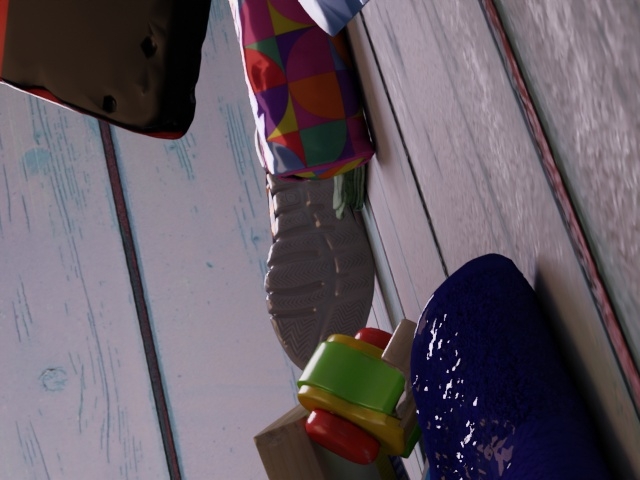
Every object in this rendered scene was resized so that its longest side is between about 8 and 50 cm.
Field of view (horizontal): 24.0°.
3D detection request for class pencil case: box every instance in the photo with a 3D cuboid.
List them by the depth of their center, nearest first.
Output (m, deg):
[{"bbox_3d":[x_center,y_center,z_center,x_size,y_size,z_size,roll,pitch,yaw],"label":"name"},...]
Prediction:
[{"bbox_3d":[-0.026,-0.166,1.291,0.104,0.104,0.236,102,152,-85],"label":"pencil case"}]

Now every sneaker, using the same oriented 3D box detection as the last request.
[{"bbox_3d":[0.000,0.000,1.734,0.180,0.125,0.321,66,-160,-79],"label":"sneaker"}]

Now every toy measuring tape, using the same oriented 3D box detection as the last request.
[{"bbox_3d":[0.033,0.114,1.261,0.330,0.121,0.121,80,175,-70],"label":"toy measuring tape"}]

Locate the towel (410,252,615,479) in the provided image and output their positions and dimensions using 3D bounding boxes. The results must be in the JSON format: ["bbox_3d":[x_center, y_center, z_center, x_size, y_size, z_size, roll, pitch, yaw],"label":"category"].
[{"bbox_3d":[0.099,0.181,0.614,0.308,0.076,0.227,-107,3,-53],"label":"towel"}]

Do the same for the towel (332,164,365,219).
[{"bbox_3d":[-0.012,-0.200,1.503,0.248,0.038,0.324,88,167,-77],"label":"towel"}]

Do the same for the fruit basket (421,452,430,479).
[{"bbox_3d":[0.085,0.361,1.096,0.327,0.166,0.353,81,177,-71],"label":"fruit basket"}]

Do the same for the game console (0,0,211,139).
[{"bbox_3d":[-0.188,-0.289,0.978,0.060,0.342,0.386,-19,-57,-56],"label":"game console"}]

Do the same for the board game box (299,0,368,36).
[{"bbox_3d":[0.010,-0.198,0.857,0.133,0.033,0.169,65,159,3],"label":"board game box"}]

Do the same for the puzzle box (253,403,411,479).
[{"bbox_3d":[0.045,0.285,1.522,0.409,0.052,0.272,-5,-107,-80],"label":"puzzle box"}]
